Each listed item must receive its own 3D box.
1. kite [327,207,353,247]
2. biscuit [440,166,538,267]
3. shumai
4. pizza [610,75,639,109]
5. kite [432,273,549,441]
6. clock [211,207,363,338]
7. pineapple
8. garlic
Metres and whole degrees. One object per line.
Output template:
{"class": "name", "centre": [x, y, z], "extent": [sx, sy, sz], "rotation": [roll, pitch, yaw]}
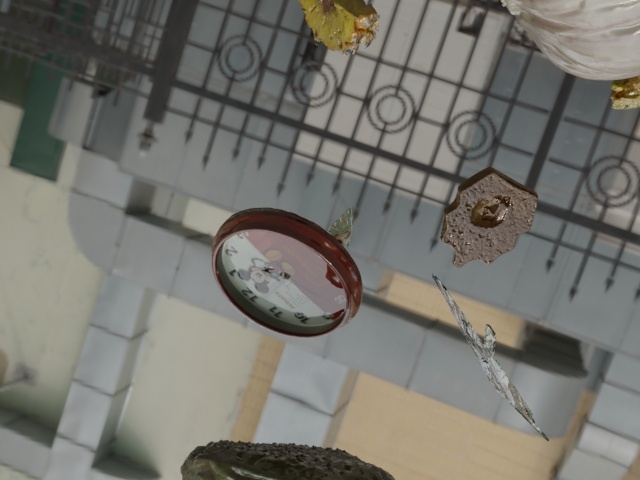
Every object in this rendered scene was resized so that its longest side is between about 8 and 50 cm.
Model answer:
{"class": "kite", "centre": [-0.001, -0.001, 2.066], "extent": [0.250, 0.229, 0.012], "rotation": [17, -148, -55]}
{"class": "biscuit", "centre": [0.327, -0.035, 1.772], "extent": [0.182, 0.215, 0.034], "rotation": [26, -160, -20]}
{"class": "shumai", "centre": [-0.073, 0.520, 1.529], "extent": [0.398, 0.323, 0.324], "rotation": [3, 170, 31]}
{"class": "pizza", "centre": [0.737, -0.393, 1.806], "extent": [0.258, 0.268, 0.087], "rotation": [-4, 138, 32]}
{"class": "kite", "centre": [0.269, 0.186, 1.423], "extent": [0.335, 0.012, 0.314], "rotation": [57, 176, 28]}
{"class": "clock", "centre": [-0.066, 0.064, 1.725], "extent": [0.319, 0.318, 0.080], "rotation": [20, -133, 9]}
{"class": "pineapple", "centre": [0.025, -0.410, 1.608], "extent": [0.080, 0.135, 0.233], "rotation": [-25, -126, -15]}
{"class": "garlic", "centre": [0.354, -0.337, 1.097], "extent": [0.260, 0.317, 0.317], "rotation": [-11, -178, 12]}
